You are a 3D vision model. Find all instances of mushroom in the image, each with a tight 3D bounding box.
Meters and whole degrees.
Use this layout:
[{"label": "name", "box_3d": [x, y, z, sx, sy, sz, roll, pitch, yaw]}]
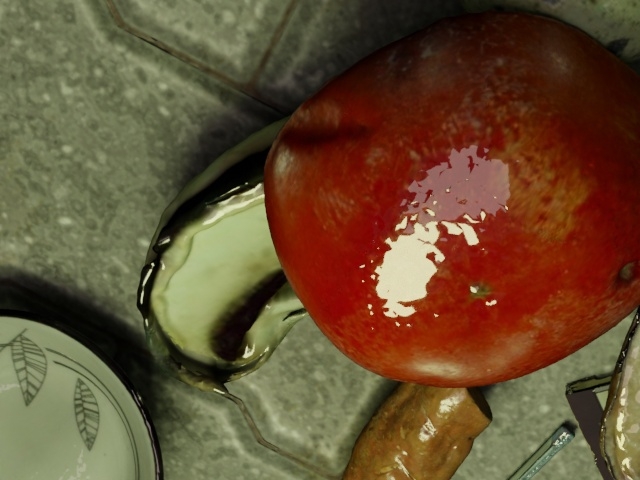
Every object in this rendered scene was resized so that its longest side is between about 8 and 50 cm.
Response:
[{"label": "mushroom", "box_3d": [-0.001, -0.001, 1.408, 0.344, 0.130, 0.247, -34, 126, 29]}]

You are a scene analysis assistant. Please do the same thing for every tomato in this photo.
[{"label": "tomato", "box_3d": [0.118, -0.001, 1.225, 0.338, 0.144, 0.338, -2, 130, -2]}]

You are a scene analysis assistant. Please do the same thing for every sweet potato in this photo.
[{"label": "sweet potato", "box_3d": [0.082, 0.197, 1.513, 0.097, 0.097, 0.252, 28, 125, -3]}]

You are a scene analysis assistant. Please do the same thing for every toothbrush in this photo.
[{"label": "toothbrush", "box_3d": [0.172, 0.248, 1.560, 0.019, 0.016, 0.219, 33, 121, -8]}]

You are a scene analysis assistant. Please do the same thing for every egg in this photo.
[{"label": "egg", "box_3d": [0.184, -0.202, 1.234, 0.181, 0.141, 0.141, 32, 121, -9]}]

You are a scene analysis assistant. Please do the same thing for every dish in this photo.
[{"label": "dish", "box_3d": [-0.284, 0.216, 1.574, 0.316, 0.106, 0.316, 1, 96, 13]}]

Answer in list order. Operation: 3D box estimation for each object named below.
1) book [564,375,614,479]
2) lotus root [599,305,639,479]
[{"label": "book", "box_3d": [0.354, 0.167, 1.467, 0.231, 0.026, 0.157, -19, 112, 22]}, {"label": "lotus root", "box_3d": [0.331, 0.061, 1.377, 0.167, 0.078, 0.329, 14, 107, -11]}]
